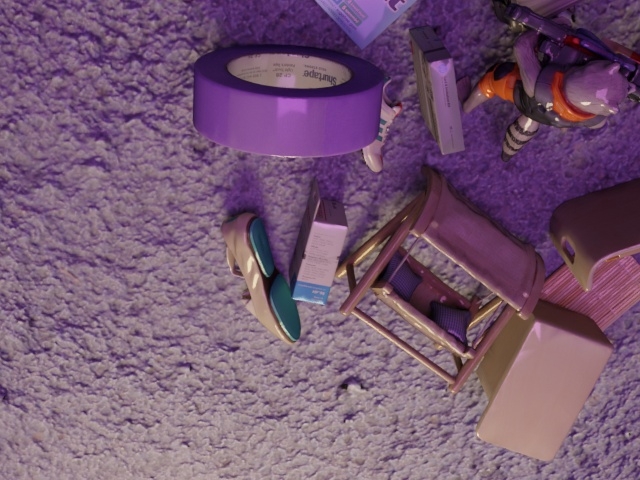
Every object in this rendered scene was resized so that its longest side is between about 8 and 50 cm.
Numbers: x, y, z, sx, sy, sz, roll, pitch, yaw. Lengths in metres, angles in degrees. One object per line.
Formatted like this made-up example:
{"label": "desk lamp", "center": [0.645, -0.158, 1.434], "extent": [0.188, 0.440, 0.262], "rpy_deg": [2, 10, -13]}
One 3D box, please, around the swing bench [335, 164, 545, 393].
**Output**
{"label": "swing bench", "center": [0.199, 0.061, 1.904], "extent": [0.253, 0.165, 0.254], "rpy_deg": [36, 107, -18]}

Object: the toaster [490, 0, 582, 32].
{"label": "toaster", "center": [0.311, -0.427, 1.711], "extent": [0.147, 0.129, 0.227], "rpy_deg": [-21, 116, 1]}

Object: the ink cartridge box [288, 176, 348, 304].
{"label": "ink cartridge box", "center": [0.000, 0.000, 1.893], "extent": [0.060, 0.104, 0.180], "rpy_deg": [12, 113, -9]}

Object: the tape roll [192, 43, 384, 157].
{"label": "tape roll", "center": [-0.047, -0.208, 1.701], "extent": [0.275, 0.275, 0.090], "rpy_deg": [3, 115, -6]}

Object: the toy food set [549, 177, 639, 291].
{"label": "toy food set", "center": [0.537, -0.017, 1.864], "extent": [0.306, 0.219, 0.092], "rpy_deg": [-18, 114, 3]}

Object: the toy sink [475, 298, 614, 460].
{"label": "toy sink", "center": [0.364, 0.230, 1.992], "extent": [0.153, 0.131, 0.234], "rpy_deg": [20, 107, -12]}

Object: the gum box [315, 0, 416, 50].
{"label": "gum box", "center": [0.077, -0.405, 1.749], "extent": [0.184, 0.041, 0.157], "rpy_deg": [-41, 111, 13]}

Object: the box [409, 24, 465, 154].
{"label": "box", "center": [0.173, -0.229, 1.756], "extent": [0.038, 0.186, 0.145], "rpy_deg": [-12, 115, -2]}

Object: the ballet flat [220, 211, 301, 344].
{"label": "ballet flat", "center": [-0.103, 0.065, 1.938], "extent": [0.086, 0.086, 0.248], "rpy_deg": [-17, 113, 3]}

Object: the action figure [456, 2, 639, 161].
{"label": "action figure", "center": [0.377, -0.197, 1.706], "extent": [0.341, 0.330, 0.178], "rpy_deg": [23, 86, -8]}

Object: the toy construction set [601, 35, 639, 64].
{"label": "toy construction set", "center": [0.492, -0.401, 1.690], "extent": [0.237, 0.257, 0.308], "rpy_deg": [27, 110, 4]}

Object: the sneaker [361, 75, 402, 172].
{"label": "sneaker", "center": [0.095, -0.184, 1.842], "extent": [0.075, 0.057, 0.161], "rpy_deg": [-10, 112, 6]}

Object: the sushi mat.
{"label": "sushi mat", "center": [0.423, 0.131, 2.033], "extent": [0.151, 0.019, 0.316], "rpy_deg": [41, 105, -21]}
